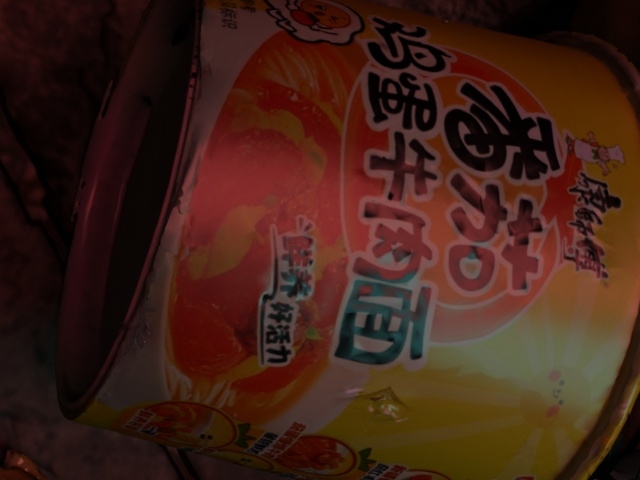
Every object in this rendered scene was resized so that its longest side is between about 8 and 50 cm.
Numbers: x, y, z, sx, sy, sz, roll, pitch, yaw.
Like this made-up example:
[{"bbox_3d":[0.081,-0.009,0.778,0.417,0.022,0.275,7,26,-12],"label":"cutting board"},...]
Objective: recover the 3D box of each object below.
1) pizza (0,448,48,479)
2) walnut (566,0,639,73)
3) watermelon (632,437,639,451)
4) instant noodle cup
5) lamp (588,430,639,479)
[{"bbox_3d":[-0.165,0.226,0.393,0.058,0.197,0.292,67,13,-54],"label":"pizza"},{"bbox_3d":[0.317,-0.054,0.599,0.381,0.381,0.381,1,88,-32],"label":"walnut"},{"bbox_3d":[0.283,0.182,0.740,0.092,0.075,0.181,32,63,19],"label":"watermelon"},{"bbox_3d":[0.000,0.000,0.450,0.200,0.264,0.264,14,81,-23],"label":"instant noodle cup"},{"bbox_3d":[0.229,0.200,0.558,0.284,0.209,0.147,25,97,-26],"label":"lamp"}]
